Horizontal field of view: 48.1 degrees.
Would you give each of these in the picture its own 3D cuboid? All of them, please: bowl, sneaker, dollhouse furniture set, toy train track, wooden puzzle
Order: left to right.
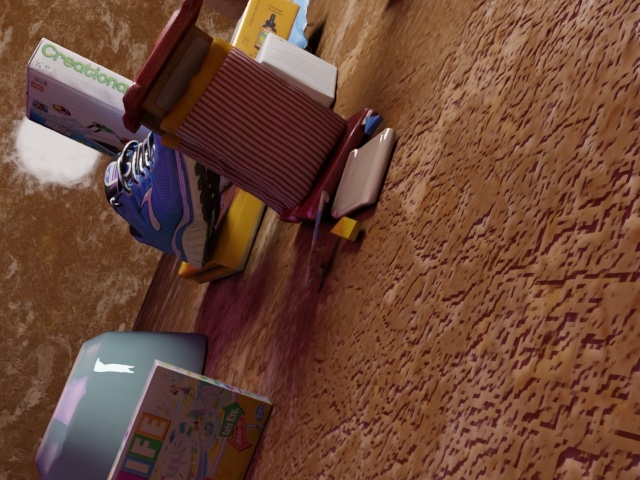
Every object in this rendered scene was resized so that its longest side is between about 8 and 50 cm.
[{"bbox_3d":[-0.296,0.254,1.032,0.311,0.163,0.311,-59,16,28],"label":"bowl"},{"bbox_3d":[-0.200,-0.073,0.886,0.330,0.147,0.130,110,171,-57],"label":"sneaker"},{"bbox_3d":[-0.019,-0.224,0.703,0.374,0.201,0.152,-63,13,-9],"label":"dollhouse furniture set"},{"bbox_3d":[0.000,0.000,0.609,0.048,0.014,0.083,98,-178,-83],"label":"toy train track"},{"bbox_3d":[0.036,-0.052,0.591,0.078,0.014,0.116,-3,66,69],"label":"wooden puzzle"}]

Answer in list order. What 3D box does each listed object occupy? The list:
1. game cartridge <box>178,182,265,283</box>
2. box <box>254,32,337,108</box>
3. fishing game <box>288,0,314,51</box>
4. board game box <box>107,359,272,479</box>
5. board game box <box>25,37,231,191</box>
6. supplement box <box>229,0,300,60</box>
[{"bbox_3d":[-0.130,-0.096,1.137,0.285,0.052,0.324,-19,53,68],"label":"game cartridge"},{"bbox_3d":[-0.045,-0.180,0.894,0.101,0.102,0.087,-56,16,35],"label":"box"},{"bbox_3d":[-0.046,-0.329,1.217,0.189,0.041,0.264,151,126,-65],"label":"fishing game"},{"bbox_3d":[-0.117,0.189,0.594,0.154,0.103,0.026,-69,14,-5],"label":"board game box"},{"bbox_3d":[-0.266,-0.160,1.035,0.193,0.305,0.053,-24,44,65],"label":"board game box"},{"bbox_3d":[-0.104,-0.258,1.060,0.080,0.078,0.233,-37,34,64],"label":"supplement box"}]
